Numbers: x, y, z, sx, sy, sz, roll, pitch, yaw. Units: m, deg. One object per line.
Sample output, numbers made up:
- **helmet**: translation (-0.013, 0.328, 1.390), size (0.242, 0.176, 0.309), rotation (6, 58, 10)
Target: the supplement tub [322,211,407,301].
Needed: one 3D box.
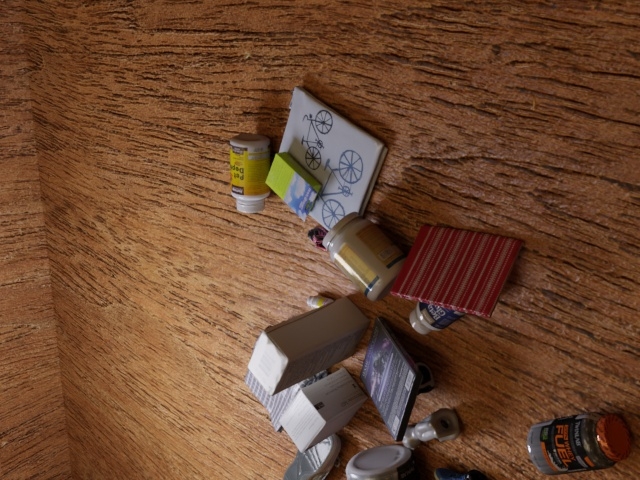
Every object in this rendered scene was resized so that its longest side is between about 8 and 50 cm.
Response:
- **supplement tub**: translation (0.116, 0.039, 1.795), size (0.199, 0.144, 0.144), rotation (47, 133, 16)

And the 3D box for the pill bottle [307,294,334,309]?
- **pill bottle**: translation (0.001, 0.181, 2.052), size (0.083, 0.043, 0.043), rotation (12, 112, 44)

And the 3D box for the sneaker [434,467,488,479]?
- **sneaker**: translation (0.361, 0.600, 1.809), size (0.152, 0.058, 0.084), rotation (28, 128, 32)

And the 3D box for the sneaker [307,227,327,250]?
- **sneaker**: translation (0.000, 0.000, 1.982), size (0.119, 0.057, 0.047), rotation (25, 123, 40)

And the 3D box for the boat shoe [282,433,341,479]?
- **boat shoe**: translation (-0.014, 0.691, 2.218), size (0.320, 0.103, 0.118), rotation (-62, 40, 32)

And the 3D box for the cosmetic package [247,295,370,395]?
- **cosmetic package**: translation (-0.028, 0.278, 1.920), size (0.113, 0.309, 0.160), rotation (45, 130, 25)

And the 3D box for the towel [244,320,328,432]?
- **towel**: translation (-0.118, 0.425, 2.205), size (0.235, 0.121, 0.283), rotation (44, 131, 28)

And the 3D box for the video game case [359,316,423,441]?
- **video game case**: translation (0.175, 0.348, 1.832), size (0.274, 0.026, 0.196), rotation (-122, 42, -61)

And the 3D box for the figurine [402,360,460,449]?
- **figurine**: translation (0.240, 0.444, 1.875), size (0.215, 0.092, 0.209), rotation (61, 145, 11)

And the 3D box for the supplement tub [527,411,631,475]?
- **supplement tub**: translation (0.545, 0.429, 1.516), size (0.190, 0.117, 0.117), rotation (-31, 80, 47)

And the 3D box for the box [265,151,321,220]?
- **box**: translation (-0.070, -0.148, 1.957), size (0.178, 0.042, 0.109), rotation (45, 131, 26)

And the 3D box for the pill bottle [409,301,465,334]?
- **pill bottle**: translation (0.288, 0.157, 1.706), size (0.094, 0.094, 0.169), rotation (58, 136, 15)

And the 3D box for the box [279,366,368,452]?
- **box**: translation (0.008, 0.483, 2.048), size (0.119, 0.181, 0.182), rotation (49, 133, 22)

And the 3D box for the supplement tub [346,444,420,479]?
- **supplement tub**: translation (0.193, 0.732, 1.933), size (0.194, 0.194, 0.316), rotation (-8, 97, 47)

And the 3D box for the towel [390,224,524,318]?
- **towel**: translation (0.303, 0.065, 1.625), size (0.275, 0.031, 0.198), rotation (11, 67, 43)

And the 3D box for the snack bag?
- **snack bag**: translation (0.007, -0.199, 1.921), size (0.342, 0.037, 0.323), rotation (39, 128, 30)

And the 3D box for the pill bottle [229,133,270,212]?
- **pill bottle**: translation (-0.204, -0.194, 2.080), size (0.117, 0.117, 0.215), rotation (20, 118, 41)
